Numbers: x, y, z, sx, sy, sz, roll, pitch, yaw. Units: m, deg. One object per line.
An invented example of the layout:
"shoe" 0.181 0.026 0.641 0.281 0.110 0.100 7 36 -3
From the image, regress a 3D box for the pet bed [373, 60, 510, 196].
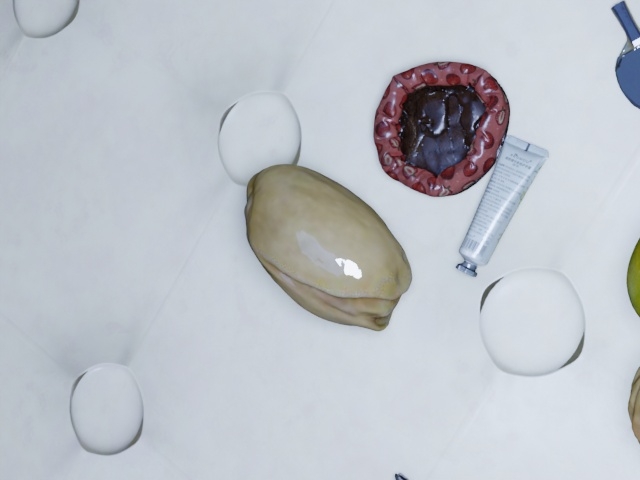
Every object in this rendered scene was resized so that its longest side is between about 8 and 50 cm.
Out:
"pet bed" 0.163 -0.156 1.507 0.201 0.053 0.201 -2 85 31

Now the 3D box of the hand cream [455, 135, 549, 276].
"hand cream" 0.238 -0.043 1.471 0.067 0.042 0.195 28 93 33

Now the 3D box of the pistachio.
"pistachio" 0.000 0.000 1.518 0.293 0.181 0.162 41 141 26

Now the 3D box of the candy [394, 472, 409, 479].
"candy" 0.100 0.433 1.496 0.094 0.051 0.226 15 95 16

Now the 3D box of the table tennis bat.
"table tennis bat" 0.420 -0.238 1.409 0.095 0.014 0.158 -30 76 22

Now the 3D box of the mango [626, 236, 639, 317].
"mango" 0.472 -0.018 1.243 0.289 0.129 0.146 -29 87 29

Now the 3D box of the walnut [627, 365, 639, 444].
"walnut" 0.467 0.176 1.256 0.245 0.198 0.198 -40 71 27
